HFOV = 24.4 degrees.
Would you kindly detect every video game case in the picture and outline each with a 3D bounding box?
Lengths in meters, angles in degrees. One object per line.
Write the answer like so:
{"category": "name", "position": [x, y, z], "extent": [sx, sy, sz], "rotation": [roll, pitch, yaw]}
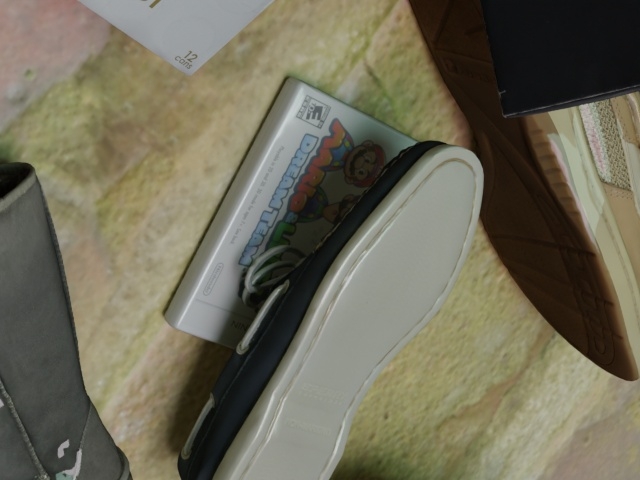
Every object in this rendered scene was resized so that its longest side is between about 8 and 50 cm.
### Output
{"category": "video game case", "position": [0.000, 0.000, 0.871], "extent": [0.143, 0.019, 0.157], "rotation": [23, 97, -39]}

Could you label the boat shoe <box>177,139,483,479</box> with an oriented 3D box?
{"category": "boat shoe", "position": [0.002, 0.049, 0.833], "extent": [0.095, 0.079, 0.254], "rotation": [19, 103, -42]}

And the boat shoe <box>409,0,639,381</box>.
{"category": "boat shoe", "position": [0.158, -0.061, 0.884], "extent": [0.110, 0.121, 0.341], "rotation": [-36, 125, -17]}

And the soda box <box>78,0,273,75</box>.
{"category": "soda box", "position": [-0.115, -0.168, 0.667], "extent": [0.074, 0.069, 0.216], "rotation": [-38, 134, 22]}

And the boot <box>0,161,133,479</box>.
{"category": "boot", "position": [-0.191, 0.088, 0.747], "extent": [0.189, 0.076, 0.208], "rotation": [-39, 135, -30]}

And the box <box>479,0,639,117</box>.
{"category": "box", "position": [0.185, -0.175, 0.776], "extent": [0.261, 0.103, 0.184], "rotation": [-16, 97, -48]}
